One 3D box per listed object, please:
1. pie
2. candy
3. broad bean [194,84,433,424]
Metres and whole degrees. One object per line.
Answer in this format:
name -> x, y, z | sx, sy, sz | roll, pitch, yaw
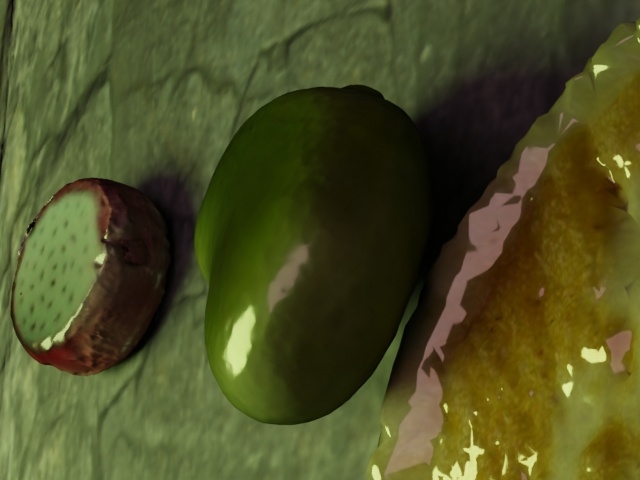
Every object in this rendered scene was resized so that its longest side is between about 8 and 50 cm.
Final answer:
pie -> 0.125, 0.067, 0.512 | 0.339, 0.077, 0.339 | -31, 52, 51
candy -> -0.121, 0.018, 0.887 | 0.103, 0.043, 0.103 | -28, 53, 44
broad bean -> 0.000, 0.000, 0.674 | 0.124, 0.082, 0.174 | -64, 17, 12
